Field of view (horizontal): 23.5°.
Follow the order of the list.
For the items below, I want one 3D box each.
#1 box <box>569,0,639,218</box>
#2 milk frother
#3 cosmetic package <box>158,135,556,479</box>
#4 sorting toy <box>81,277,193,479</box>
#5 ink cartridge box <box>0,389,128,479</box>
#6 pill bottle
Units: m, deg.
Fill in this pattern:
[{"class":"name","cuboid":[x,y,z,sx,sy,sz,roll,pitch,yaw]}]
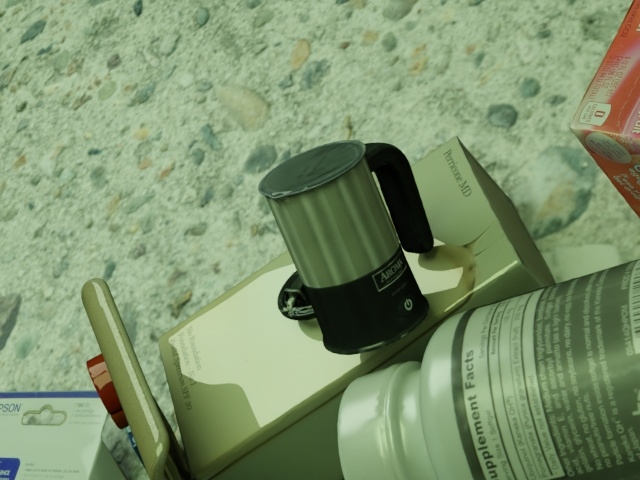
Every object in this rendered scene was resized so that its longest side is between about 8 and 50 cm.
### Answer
[{"class":"box","cuboid":[0.337,-0.158,1.151,0.154,0.142,0.300,14,69,44]},{"class":"milk frother","cuboid":[0.000,0.000,1.138,0.143,0.135,0.129,-11,23,29]},{"class":"cosmetic package","cuboid":[0.032,0.076,1.240,0.309,0.113,0.160,-36,44,13]},{"class":"sorting toy","cuboid":[-0.116,0.199,1.185,0.041,0.229,0.307,-23,43,-7]},{"class":"ink cartridge box","cuboid":[-0.270,0.293,1.349,0.165,0.065,0.333,-4,58,36]},{"class":"pill bottle","cuboid":[0.178,0.116,1.046,0.318,0.176,0.176,-19,49,27]}]
